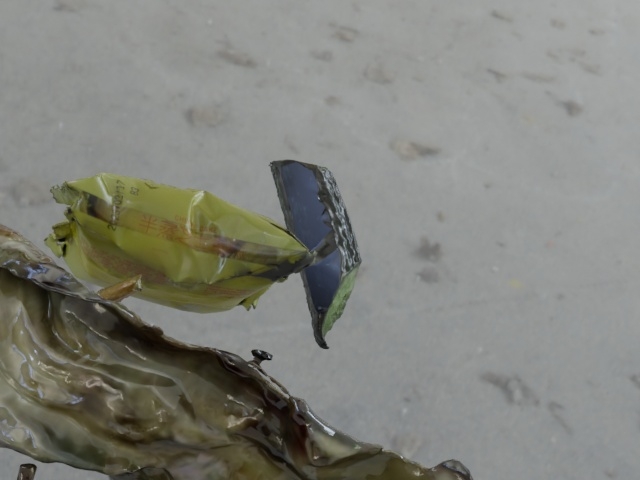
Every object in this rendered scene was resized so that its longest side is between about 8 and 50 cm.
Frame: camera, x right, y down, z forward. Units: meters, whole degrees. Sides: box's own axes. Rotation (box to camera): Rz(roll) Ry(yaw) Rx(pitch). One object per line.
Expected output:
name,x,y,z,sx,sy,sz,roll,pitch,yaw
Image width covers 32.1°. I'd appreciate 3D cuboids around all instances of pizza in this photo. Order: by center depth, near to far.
pizza,-0.164,0.044,0.833,0.037,0.083,0.016,-11,76,-63

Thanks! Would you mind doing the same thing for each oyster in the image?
oyster,-0.072,0.072,0.461,0.361,0.221,0.096,29,74,-14

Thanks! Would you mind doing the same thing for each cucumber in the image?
cucumber,0.000,0.000,1.152,0.070,0.046,0.220,-20,68,8

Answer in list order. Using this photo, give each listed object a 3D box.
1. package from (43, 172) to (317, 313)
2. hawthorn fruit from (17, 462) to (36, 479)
package,-0.131,0.005,0.971,0.226,0.168,0.090,15,68,-16
hawthorn fruit,-0.115,0.189,0.359,0.162,0.163,0.203,-1,42,-19
